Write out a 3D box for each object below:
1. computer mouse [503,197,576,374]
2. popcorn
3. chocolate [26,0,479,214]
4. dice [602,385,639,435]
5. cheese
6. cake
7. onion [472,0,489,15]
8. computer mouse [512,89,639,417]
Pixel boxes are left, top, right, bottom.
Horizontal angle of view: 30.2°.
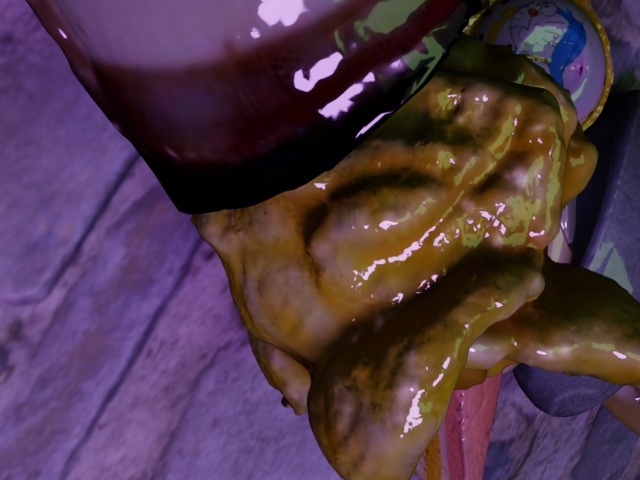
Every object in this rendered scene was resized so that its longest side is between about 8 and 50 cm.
[{"bbox_3d":[0.197,0.020,1.138,0.145,0.082,0.237,-28,135,-77],"label":"computer mouse"},{"bbox_3d":[0.061,0.007,0.804,0.326,0.321,0.290,-65,145,-35],"label":"popcorn"},{"bbox_3d":[-0.056,-0.183,0.642,0.186,0.283,0.284,39,77,-35],"label":"chocolate"},{"bbox_3d":[0.467,0.112,1.422,0.238,0.233,0.227,-47,140,-23],"label":"dice"},{"bbox_3d":[0.199,-0.194,1.058,0.156,0.064,0.250,12,86,-16],"label":"cheese"},{"bbox_3d":[0.099,0.139,1.089,0.090,0.109,0.225,-14,118,-46],"label":"cake"},{"bbox_3d":[0.066,-0.253,0.851,0.151,0.098,0.206,-56,143,-57],"label":"onion"},{"bbox_3d":[0.324,0.016,1.261,0.203,0.114,0.374,31,76,-41],"label":"computer mouse"}]
